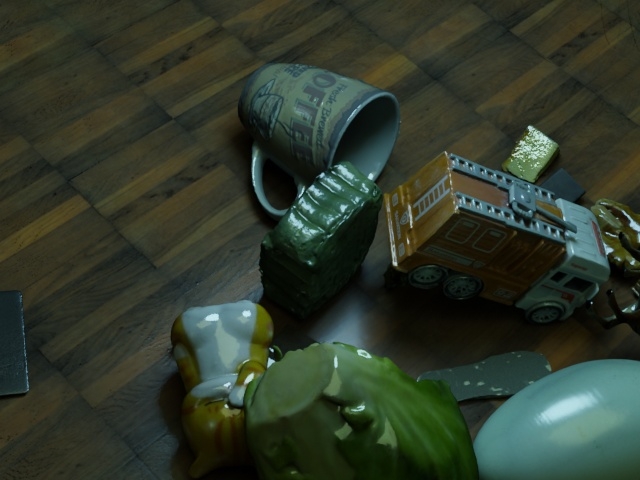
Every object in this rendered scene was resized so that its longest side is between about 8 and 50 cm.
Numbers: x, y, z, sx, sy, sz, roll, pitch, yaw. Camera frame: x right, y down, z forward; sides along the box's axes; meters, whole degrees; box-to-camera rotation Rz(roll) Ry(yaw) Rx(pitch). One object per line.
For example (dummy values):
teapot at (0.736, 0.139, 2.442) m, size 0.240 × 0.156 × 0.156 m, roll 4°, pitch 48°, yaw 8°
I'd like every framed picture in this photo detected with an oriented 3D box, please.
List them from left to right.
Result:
framed picture at (-0.020, 0.228, 1.789) m, size 0.168 × 0.023 × 0.128 m, roll 31°, pitch 55°, yaw 13°

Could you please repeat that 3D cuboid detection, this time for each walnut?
walnut at (0.561, -0.003, 2.031) m, size 0.143 × 0.069 × 0.170 m, roll -29°, pitch 60°, yaw -30°

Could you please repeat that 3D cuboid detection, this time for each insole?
insole at (0.279, 0.235, 1.842) m, size 0.247 × 0.011 × 0.081 m, roll -8°, pitch 54°, yaw -16°

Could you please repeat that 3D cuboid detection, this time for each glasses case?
glasses case at (0.422, -0.063, 2.069) m, size 0.072 × 0.042 × 0.190 m, roll 45°, pitch 59°, yaw 14°

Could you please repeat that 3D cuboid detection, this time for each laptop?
laptop at (-0.543, 0.169, 1.752) m, size 0.135 × 0.016 × 0.197 m, roll -4°, pitch 56°, yaw -14°

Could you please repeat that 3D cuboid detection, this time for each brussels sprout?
brussels sprout at (0.065, 0.300, 1.559) m, size 0.371 × 0.275 × 0.315 m, roll 32°, pitch 51°, yaw -41°

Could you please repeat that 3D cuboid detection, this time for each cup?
cup at (-0.036, -0.182, 2.008) m, size 0.257 × 0.227 × 0.301 m, roll 29°, pitch 83°, yaw 28°

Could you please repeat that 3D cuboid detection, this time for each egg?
egg at (0.404, 0.309, 1.673) m, size 0.370 × 0.230 × 0.230 m, roll -16°, pitch 58°, yaw -14°

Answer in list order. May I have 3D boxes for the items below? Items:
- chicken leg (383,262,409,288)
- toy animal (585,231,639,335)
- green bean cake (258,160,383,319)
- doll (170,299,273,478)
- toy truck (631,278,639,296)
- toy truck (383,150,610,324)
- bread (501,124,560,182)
chicken leg at (0.178, -0.007, 1.961) m, size 0.088 × 0.103 × 0.228 m, roll -3°, pitch 63°, yaw 43°
toy animal at (0.597, 0.067, 1.844) m, size 0.259 × 0.244 × 0.087 m, roll 15°, pitch 30°, yaw -23°
green bean cake at (0.000, 0.000, 1.835) m, size 0.125 × 0.227 × 0.222 m, roll 35°, pitch 56°, yaw 19°
doll at (-0.147, 0.218, 1.685) m, size 0.166 × 0.162 × 0.270 m, roll -8°, pitch 57°, yaw 0°
toy truck at (0.666, 0.055, 1.977) m, size 0.177 × 0.115 × 0.080 m, roll -24°, pitch 61°, yaw -26°
toy truck at (0.314, -0.004, 1.845) m, size 0.387 × 0.207 × 0.173 m, roll 17°, pitch 49°, yaw -27°
bread at (0.420, -0.161, 2.159) m, size 0.084 × 0.080 × 0.109 m, roll 34°, pitch 91°, yaw 16°
